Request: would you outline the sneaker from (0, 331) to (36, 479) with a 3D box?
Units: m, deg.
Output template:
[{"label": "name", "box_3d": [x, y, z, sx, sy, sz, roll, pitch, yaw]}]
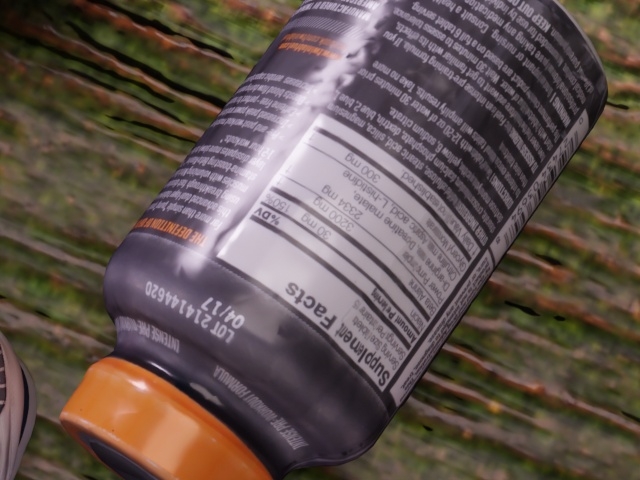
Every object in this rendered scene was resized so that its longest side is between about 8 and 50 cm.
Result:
[{"label": "sneaker", "box_3d": [-0.170, 0.137, 0.764, 0.090, 0.095, 0.235, 10, 76, -6]}]

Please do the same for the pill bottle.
[{"label": "pill bottle", "box_3d": [0.000, 0.000, 0.800, 0.130, 0.130, 0.245, 35, 75, 3]}]
